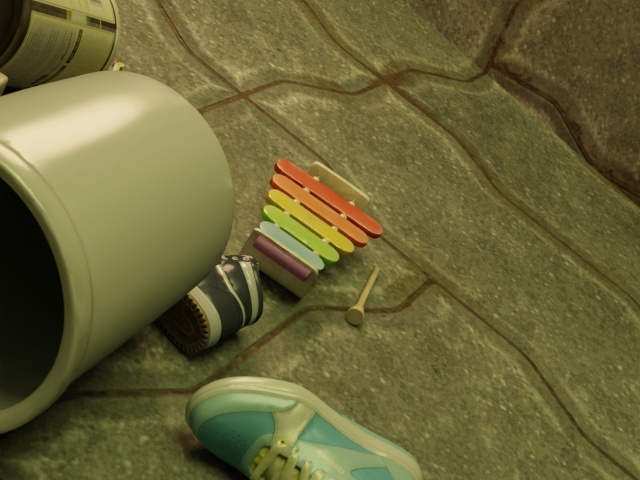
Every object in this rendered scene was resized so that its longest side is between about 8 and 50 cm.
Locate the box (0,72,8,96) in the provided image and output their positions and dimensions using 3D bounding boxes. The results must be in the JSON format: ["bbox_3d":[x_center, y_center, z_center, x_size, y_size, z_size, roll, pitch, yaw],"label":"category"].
[{"bbox_3d":[-0.515,-0.142,1.552,0.127,0.148,0.232,32,28,-4],"label":"box"}]

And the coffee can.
[{"bbox_3d":[-0.437,-0.317,1.776,0.201,0.201,0.275,41,13,13],"label":"coffee can"}]

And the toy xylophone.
[{"bbox_3d":[0.000,0.000,1.935,0.236,0.081,0.322,31,29,-6],"label":"toy xylophone"}]

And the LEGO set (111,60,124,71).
[{"bbox_3d":[-0.290,-0.173,1.873,0.132,0.107,0.287,14,34,-33],"label":"LEGO set"}]

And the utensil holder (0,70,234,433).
[{"bbox_3d":[-0.313,-0.009,1.389,0.327,0.327,0.385,38,26,7],"label":"utensil holder"}]

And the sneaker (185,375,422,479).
[{"bbox_3d":[-0.013,0.289,1.436,0.319,0.127,0.208,25,29,-15],"label":"sneaker"}]

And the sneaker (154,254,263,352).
[{"bbox_3d":[-0.191,0.021,1.685,0.153,0.099,0.282,-17,63,-49],"label":"sneaker"}]
